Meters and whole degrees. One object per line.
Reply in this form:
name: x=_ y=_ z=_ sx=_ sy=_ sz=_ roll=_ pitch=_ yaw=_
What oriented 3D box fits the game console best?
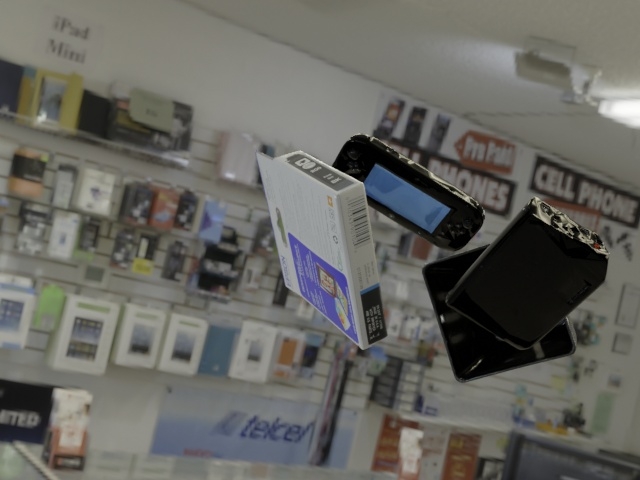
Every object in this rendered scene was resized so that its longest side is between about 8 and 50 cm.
game console: x=0.172 y=-0.008 z=1.179 sx=0.361 sy=0.044 sz=0.213 roll=32 pitch=-43 yaw=-1

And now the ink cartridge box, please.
ink cartridge box: x=0.000 y=0.000 z=1.123 sx=0.045 sy=0.206 sz=0.208 roll=-23 pitch=29 yaw=-22

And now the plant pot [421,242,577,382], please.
plant pot: x=0.292 y=0.095 z=1.421 sx=0.188 sy=0.187 sz=0.167 roll=-19 pitch=-6 yaw=25
